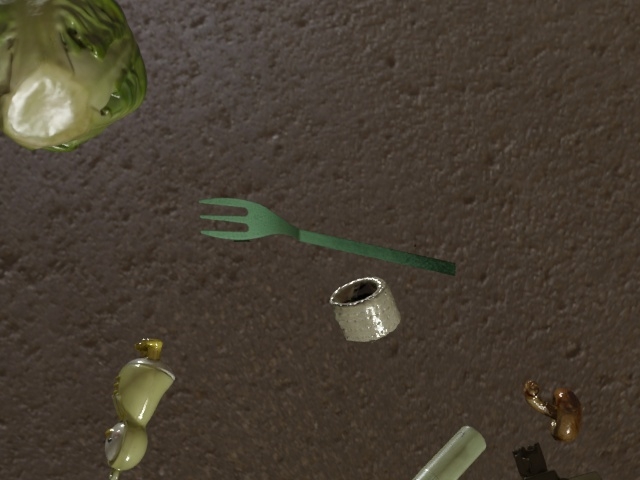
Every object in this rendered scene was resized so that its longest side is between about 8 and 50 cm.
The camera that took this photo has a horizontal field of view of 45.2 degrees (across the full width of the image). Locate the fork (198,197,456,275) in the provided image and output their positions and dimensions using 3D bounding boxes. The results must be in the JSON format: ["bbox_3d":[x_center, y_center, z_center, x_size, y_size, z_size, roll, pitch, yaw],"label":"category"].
[{"bbox_3d":[0.001,-0.001,0.610,0.235,0.039,0.021,12,27,29],"label":"fork"}]

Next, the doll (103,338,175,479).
[{"bbox_3d":[-0.393,0.352,1.613,0.117,0.141,0.296,32,58,-24],"label":"doll"}]

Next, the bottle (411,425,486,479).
[{"bbox_3d":[0.291,0.508,1.743,0.072,0.072,0.201,36,49,26],"label":"bottle"}]

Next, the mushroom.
[{"bbox_3d":[0.382,0.270,1.239,0.072,0.129,0.088,-22,32,37],"label":"mushroom"}]

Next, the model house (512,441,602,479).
[{"bbox_3d":[0.388,0.477,1.322,0.211,0.204,0.243,-14,69,-5],"label":"model house"}]

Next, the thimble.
[{"bbox_3d":[0.083,0.126,1.428,0.115,0.090,0.102,-22,26,6],"label":"thimble"}]

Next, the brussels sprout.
[{"bbox_3d":[-0.333,-0.218,0.951,0.210,0.219,0.271,-24,36,1],"label":"brussels sprout"}]
